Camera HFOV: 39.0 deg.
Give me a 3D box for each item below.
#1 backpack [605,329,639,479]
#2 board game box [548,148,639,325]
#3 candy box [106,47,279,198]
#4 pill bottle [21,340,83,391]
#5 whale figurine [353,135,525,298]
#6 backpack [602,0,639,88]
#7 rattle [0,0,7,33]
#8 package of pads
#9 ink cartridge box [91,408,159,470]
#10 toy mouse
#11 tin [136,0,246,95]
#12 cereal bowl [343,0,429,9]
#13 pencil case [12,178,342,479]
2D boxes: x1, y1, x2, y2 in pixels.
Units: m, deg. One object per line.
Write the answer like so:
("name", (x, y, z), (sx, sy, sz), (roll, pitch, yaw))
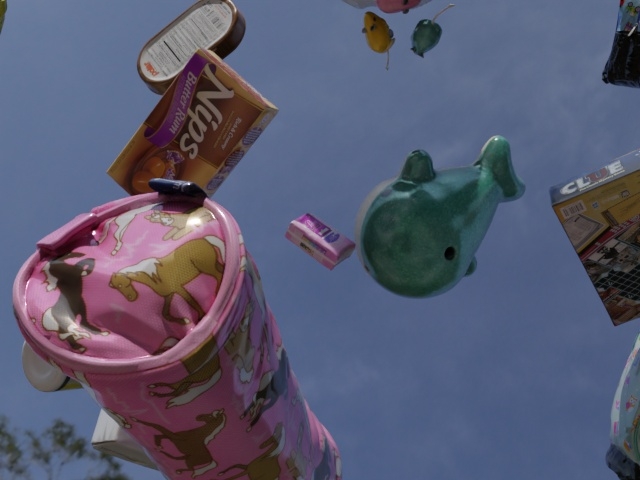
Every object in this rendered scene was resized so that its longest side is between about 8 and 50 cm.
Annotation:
("backpack", (0.373, 0.179, 0.958), (0.115, 0.152, 0.182), (18, -88, -3))
("board game box", (0.372, -0.027, 0.890), (0.243, 0.042, 0.165), (-24, -66, 21))
("candy box", (-0.149, -0.115, 1.052), (0.109, 0.053, 0.187), (43, -76, 10))
("pill bottle", (-0.359, 0.177, 1.402), (0.103, 0.184, 0.103), (-2, -93, 34))
("whale figurine", (0.181, -0.030, 1.247), (0.141, 0.272, 0.216), (35, -24, 60))
("backpack", (0.511, -0.309, 1.326), (0.117, 0.158, 0.173), (-149, -120, -61))
("rattle", (-0.401, -0.217, 0.817), (0.143, 0.199, 0.130), (49, -25, 10))
("package of pads", (0.000, 0.000, 1.190), (0.083, 0.050, 0.032), (35, -56, 16))
("ink cartridge box", (-0.182, 0.177, 1.032), (0.109, 0.150, 0.063), (29, -30, -31))
("toy mouse", (0.117, -0.298, 1.239), (0.143, 0.031, 0.161), (-3, -44, 34))
("tin", (-0.205, -0.308, 1.420), (0.189, 0.040, 0.106), (-39, -124, 1))
("cereal bowl", (0.038, -0.459, 1.389), (0.339, 0.339, 0.141), (35, -83, 6))
("pencil case", (-0.089, 0.124, 0.720), (0.160, 0.167, 0.386), (-7, -38, 10))
